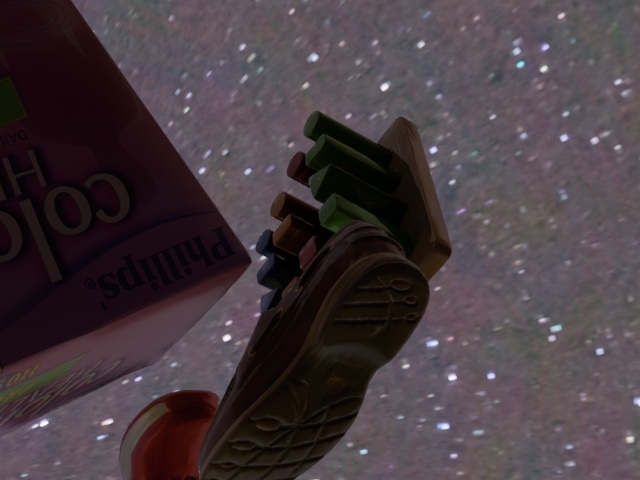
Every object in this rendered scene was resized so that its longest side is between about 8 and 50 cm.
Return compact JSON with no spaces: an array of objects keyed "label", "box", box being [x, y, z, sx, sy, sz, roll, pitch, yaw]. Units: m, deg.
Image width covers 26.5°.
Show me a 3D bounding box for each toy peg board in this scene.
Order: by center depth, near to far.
[{"label":"toy peg board","box":[0.000,0.000,0.943,0.079,0.160,0.161,28,-151,-24]}]

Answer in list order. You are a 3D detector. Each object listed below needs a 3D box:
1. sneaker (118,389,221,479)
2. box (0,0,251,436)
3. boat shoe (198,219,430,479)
[{"label":"sneaker","box":[-0.114,0.228,1.065,0.087,0.221,0.128,0,-138,-28]},{"label":"box","box":[-0.196,-0.026,0.656,0.213,0.117,0.243,-24,-104,-47]},{"label":"boat shoe","box":[-0.010,0.066,0.729,0.064,0.060,0.178,20,-64,-35]}]
